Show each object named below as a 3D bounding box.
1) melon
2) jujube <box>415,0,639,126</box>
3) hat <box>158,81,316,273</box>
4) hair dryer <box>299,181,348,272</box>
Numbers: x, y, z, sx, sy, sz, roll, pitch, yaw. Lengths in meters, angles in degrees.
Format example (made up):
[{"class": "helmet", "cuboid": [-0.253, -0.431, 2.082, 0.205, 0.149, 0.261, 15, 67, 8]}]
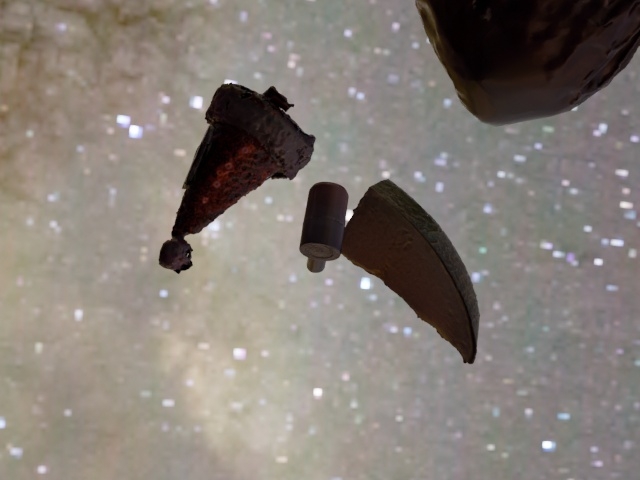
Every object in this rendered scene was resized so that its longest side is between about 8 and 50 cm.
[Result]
[{"class": "melon", "cuboid": [0.097, 0.030, 1.408, 0.182, 0.054, 0.098, 41, -58, 20]}, {"class": "jujube", "cuboid": [0.269, -0.303, 1.655, 0.377, 0.258, 0.258, -51, -139, 18]}, {"class": "hat", "cuboid": [-0.108, -0.065, 1.587, 0.227, 0.129, 0.140, -55, -155, -12]}, {"class": "hair dryer", "cuboid": [0.000, 0.000, 1.334, 0.114, 0.037, 0.063, 102, -3, -63]}]
